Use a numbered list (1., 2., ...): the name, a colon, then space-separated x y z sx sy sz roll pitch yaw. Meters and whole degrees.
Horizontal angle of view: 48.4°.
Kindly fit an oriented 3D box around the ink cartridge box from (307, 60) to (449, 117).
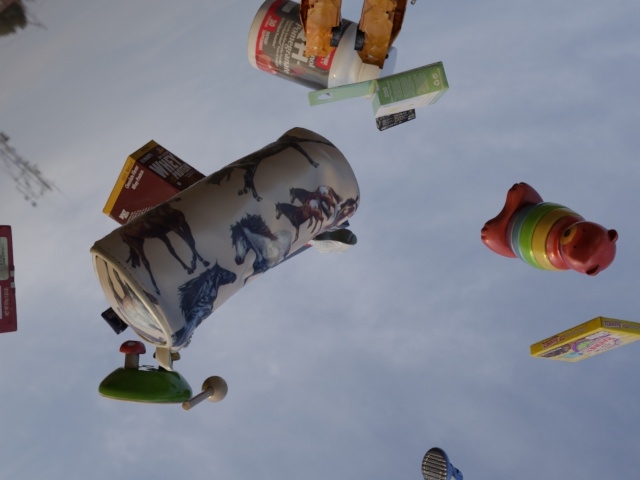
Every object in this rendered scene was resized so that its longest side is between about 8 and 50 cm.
1. ink cartridge box: 0.099 -0.255 1.280 0.235 0.056 0.171 -15 -178 1

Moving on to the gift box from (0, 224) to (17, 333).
1. gift box: -0.755 0.098 1.437 0.258 0.276 0.255 -7 -98 43

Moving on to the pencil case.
1. pencil case: -0.115 -0.010 1.000 0.160 0.184 0.410 12 -142 45

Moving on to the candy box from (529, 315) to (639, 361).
1. candy box: 0.484 0.182 1.294 0.206 0.105 0.027 131 -37 -61

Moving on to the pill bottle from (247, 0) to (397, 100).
1. pill bottle: 0.007 -0.432 1.643 0.318 0.176 0.176 23 -120 13

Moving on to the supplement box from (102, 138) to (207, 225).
1. supplement box: -0.408 -0.110 1.799 0.191 0.194 0.129 -55 -178 31

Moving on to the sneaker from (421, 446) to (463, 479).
1. sneaker: 0.218 0.416 1.261 0.053 0.144 0.059 11 -145 41

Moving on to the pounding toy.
1. pounding toy: -0.311 0.254 1.389 0.236 0.183 0.110 3 -96 19

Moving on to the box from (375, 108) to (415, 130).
1. box: 0.151 -0.266 1.447 0.083 0.067 0.018 -22 -137 -10

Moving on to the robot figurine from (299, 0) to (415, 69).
1. robot figurine: 0.054 -0.405 1.130 0.211 0.291 0.085 9 -122 0

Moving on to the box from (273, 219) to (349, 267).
1. box: -0.149 -0.062 2.010 0.312 0.343 0.179 -28 -108 29

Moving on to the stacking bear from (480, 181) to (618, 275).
1. stacking bear: 0.518 -0.005 1.557 0.175 0.164 0.289 -54 -156 -2

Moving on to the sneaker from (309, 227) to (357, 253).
1. sneaker: 0.000 0.000 1.517 0.061 0.152 0.054 -50 -146 46
